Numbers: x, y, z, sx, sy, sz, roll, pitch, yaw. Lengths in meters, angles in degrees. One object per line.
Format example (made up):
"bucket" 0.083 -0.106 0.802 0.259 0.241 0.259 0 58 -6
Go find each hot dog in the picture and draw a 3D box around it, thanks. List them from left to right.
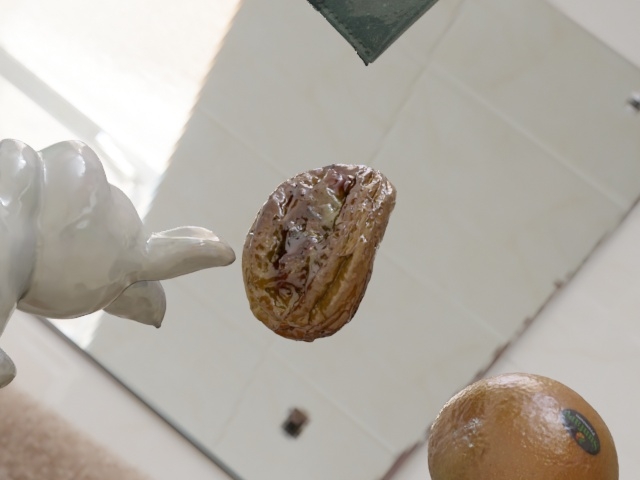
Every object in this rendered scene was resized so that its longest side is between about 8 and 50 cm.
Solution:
"hot dog" 0.003 0.002 1.611 0.099 0.160 0.227 58 -138 -46

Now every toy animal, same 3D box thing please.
"toy animal" -0.275 0.027 1.433 0.367 0.241 0.196 -5 -17 -44

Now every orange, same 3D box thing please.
"orange" 0.218 0.236 1.529 0.206 0.206 0.206 -49 -12 -14

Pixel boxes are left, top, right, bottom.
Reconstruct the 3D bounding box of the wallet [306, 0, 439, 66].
"wallet" 0.072 -0.314 1.370 0.251 0.054 0.290 -41 -32 11
